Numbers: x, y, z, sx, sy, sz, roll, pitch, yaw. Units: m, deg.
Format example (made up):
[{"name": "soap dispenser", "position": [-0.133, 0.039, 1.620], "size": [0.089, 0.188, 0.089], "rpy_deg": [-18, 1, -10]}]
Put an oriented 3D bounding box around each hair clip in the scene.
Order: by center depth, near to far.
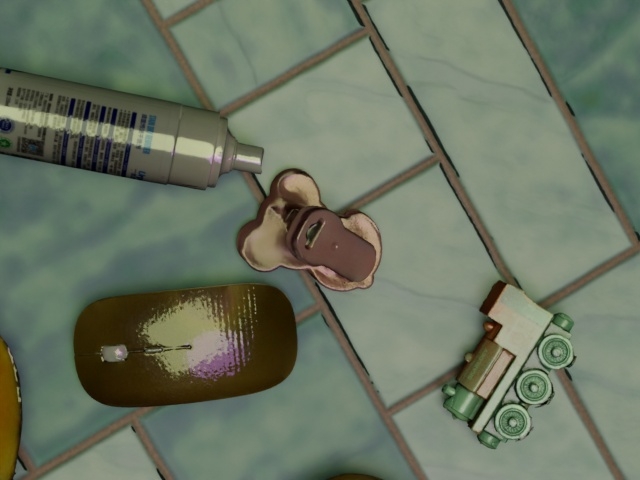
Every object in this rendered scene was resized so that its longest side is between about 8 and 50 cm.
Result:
[{"name": "hair clip", "position": [-0.006, -0.003, 1.380], "size": [0.138, 0.102, 0.123], "rpy_deg": [25, 91, -41]}]

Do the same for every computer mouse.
[{"name": "computer mouse", "position": [-0.146, 0.113, 1.354], "size": [0.245, 0.056, 0.126], "rpy_deg": [-4, 93, -7]}]

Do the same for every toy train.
[{"name": "toy train", "position": [0.209, 0.144, 1.402], "size": [0.118, 0.074, 0.176], "rpy_deg": [33, 93, 1]}]

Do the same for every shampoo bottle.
[{"name": "shampoo bottle", "position": [-0.209, -0.113, 1.313], "size": [0.303, 0.092, 0.092], "rpy_deg": [10, 92, -9]}]

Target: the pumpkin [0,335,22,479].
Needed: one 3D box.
[{"name": "pumpkin", "position": [-0.436, 0.139, 1.297], "size": [0.169, 0.148, 0.312], "rpy_deg": [-34, 105, -46]}]

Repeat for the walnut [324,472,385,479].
[{"name": "walnut", "position": [0.051, 0.332, 1.356], "size": [0.180, 0.144, 0.144], "rpy_deg": [24, 90, -5]}]
